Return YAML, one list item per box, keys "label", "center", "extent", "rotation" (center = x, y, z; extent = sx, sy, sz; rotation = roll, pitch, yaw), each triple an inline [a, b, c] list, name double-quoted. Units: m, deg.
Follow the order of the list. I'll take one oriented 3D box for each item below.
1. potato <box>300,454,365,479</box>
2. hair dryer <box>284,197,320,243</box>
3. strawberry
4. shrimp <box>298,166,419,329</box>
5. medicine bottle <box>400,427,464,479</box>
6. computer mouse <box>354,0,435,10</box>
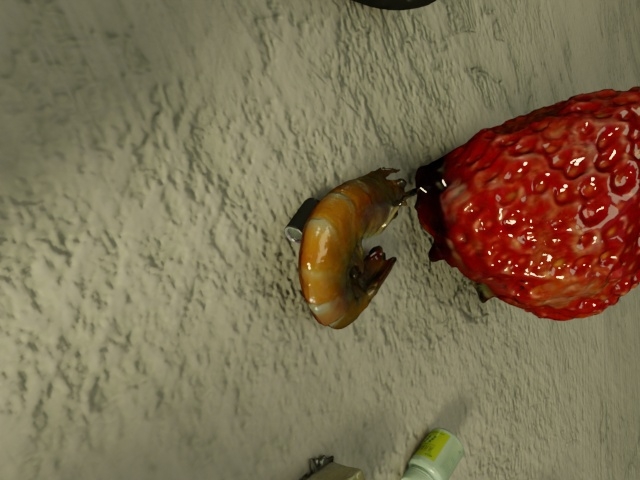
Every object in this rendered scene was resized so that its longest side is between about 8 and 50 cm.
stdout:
- label: "potato"
  center: [-0.006, 0.264, 0.451]
  extent: [0.122, 0.061, 0.086]
  rotation: [-19, 95, -43]
- label: "hair dryer"
  center: [0.000, 0.000, 0.514]
  extent: [0.083, 0.026, 0.047]
  rotation: [53, 54, -28]
- label: "strawberry"
  center: [0.310, -0.036, 0.616]
  extent: [0.292, 0.310, 0.292]
  rotation: [7, 80, -47]
- label: "shrimp"
  center: [0.049, -0.006, 0.521]
  extent: [0.249, 0.068, 0.150]
  rotation: [-45, 137, -44]
- label: "medicine bottle"
  center: [0.134, 0.270, 0.586]
  extent: [0.083, 0.047, 0.047]
  rotation: [-34, 107, -40]
- label: "computer mouse"
  center: [0.038, -0.332, 0.514]
  extent: [0.269, 0.137, 0.086]
  rotation: [1, 90, -43]
